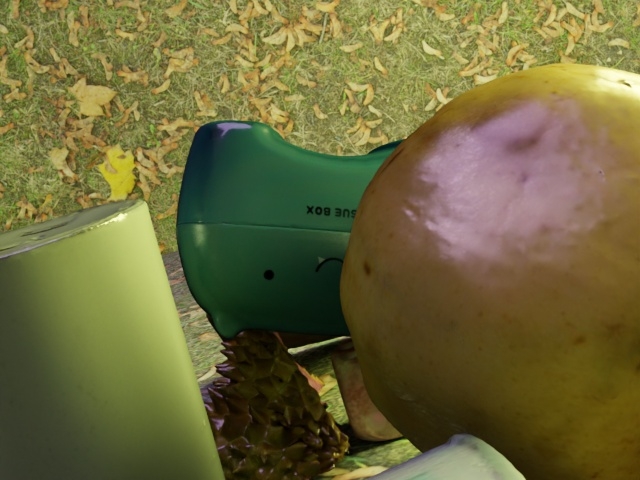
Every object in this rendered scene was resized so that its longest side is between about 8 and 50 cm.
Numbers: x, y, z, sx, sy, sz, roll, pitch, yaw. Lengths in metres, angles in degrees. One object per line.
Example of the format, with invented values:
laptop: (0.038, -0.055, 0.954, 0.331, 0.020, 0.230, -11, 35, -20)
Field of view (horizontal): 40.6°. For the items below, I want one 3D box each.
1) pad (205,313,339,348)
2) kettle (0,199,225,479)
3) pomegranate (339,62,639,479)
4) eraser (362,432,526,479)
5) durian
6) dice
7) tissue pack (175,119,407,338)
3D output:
pad: (0.011, 0.092, 1.101, 0.284, 0.018, 0.286, -14, -19, -2)
kettle: (-0.201, 0.143, 0.707, 0.205, 0.318, 0.265, -22, 11, -26)
pomegranate: (0.183, 0.037, 0.653, 0.333, 0.332, 0.332, -16, 10, 3)
eraser: (-0.016, 0.210, 0.422, 0.290, 0.104, 0.189, -21, 18, -10)
durian: (-0.069, 0.181, 0.914, 0.186, 0.154, 0.260, -46, 11, -15)
dice: (0.066, 0.148, 0.896, 0.093, 0.091, 0.094, -17, 9, -3)
tissue pack: (0.000, 0.000, 0.867, 0.288, 0.206, 0.198, 6, -5, -10)
